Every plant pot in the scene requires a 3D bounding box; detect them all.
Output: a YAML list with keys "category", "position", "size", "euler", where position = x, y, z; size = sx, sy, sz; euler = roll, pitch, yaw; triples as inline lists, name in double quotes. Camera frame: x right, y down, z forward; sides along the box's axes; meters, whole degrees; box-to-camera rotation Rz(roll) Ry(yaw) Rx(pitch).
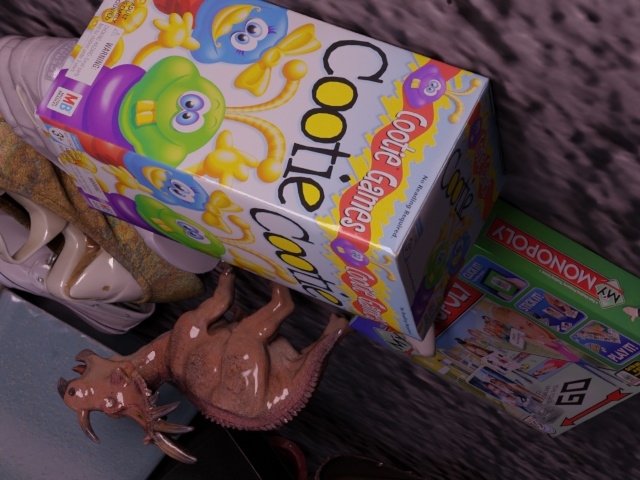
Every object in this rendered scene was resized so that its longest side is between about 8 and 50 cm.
- category: "plant pot"
  position: [-0.128, 0.300, 2.046]
  size: [0.187, 0.167, 0.188]
  euler: [56, -177, -9]
- category: "plant pot"
  position: [-0.302, 0.210, 2.004]
  size: [0.247, 0.252, 0.248]
  euler: [30, -179, -7]

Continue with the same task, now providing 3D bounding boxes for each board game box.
- category: "board game box"
  position: [-0.031, -0.063, 1.228]
  size: [0.275, 0.142, 0.144]
  euler: [21, 159, 20]
- category: "board game box"
  position: [0.155, 0.065, 1.445]
  size: [0.214, 0.046, 0.317]
  euler: [28, 161, -2]

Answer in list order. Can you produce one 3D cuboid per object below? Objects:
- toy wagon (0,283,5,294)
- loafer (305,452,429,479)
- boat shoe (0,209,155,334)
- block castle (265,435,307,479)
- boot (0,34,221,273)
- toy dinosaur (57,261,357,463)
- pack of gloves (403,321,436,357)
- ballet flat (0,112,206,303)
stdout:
- category: "toy wagon"
  position: [-0.529, 0.033, 2.245]
  size: [0.344, 0.068, 0.267]
  euler: [21, 159, 22]
- category: "loafer"
  position: [0.144, 0.311, 2.000]
  size: [0.366, 0.134, 0.130]
  euler: [20, 122, 27]
- category: "boat shoe"
  position: [-0.271, 0.022, 1.883]
  size: [0.226, 0.083, 0.076]
  euler: [30, 147, -30]
- category: "block castle"
  position: [0.037, 0.477, 2.248]
  size: [0.453, 0.303, 0.213]
  euler: [31, 167, -7]
- category: "boot"
  position: [-0.175, -0.078, 1.488]
  size: [0.123, 0.095, 0.258]
  euler: [17, 150, 44]
- category: "toy dinosaur"
  position: [-0.087, 0.132, 1.696]
  size: [0.296, 0.200, 0.127]
  euler: [6, 150, 41]
- category: "pack of gloves"
  position: [0.000, 0.000, 1.403]
  size: [0.195, 0.046, 0.232]
  euler: [33, 158, 22]
- category: "ballet flat"
  position: [-0.247, -0.010, 1.692]
  size: [0.123, 0.123, 0.348]
  euler: [8, 152, 45]
